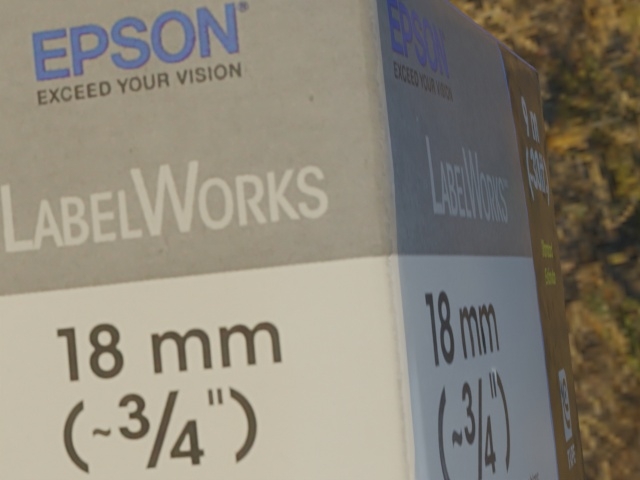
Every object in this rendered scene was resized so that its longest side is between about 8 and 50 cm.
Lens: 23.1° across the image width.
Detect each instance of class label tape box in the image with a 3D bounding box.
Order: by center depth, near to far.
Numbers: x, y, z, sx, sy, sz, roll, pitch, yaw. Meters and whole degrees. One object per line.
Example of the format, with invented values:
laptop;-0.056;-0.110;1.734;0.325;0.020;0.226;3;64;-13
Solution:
label tape box;0.000;0.000;0.433;0.240;0.106;0.334;3;81;-73
